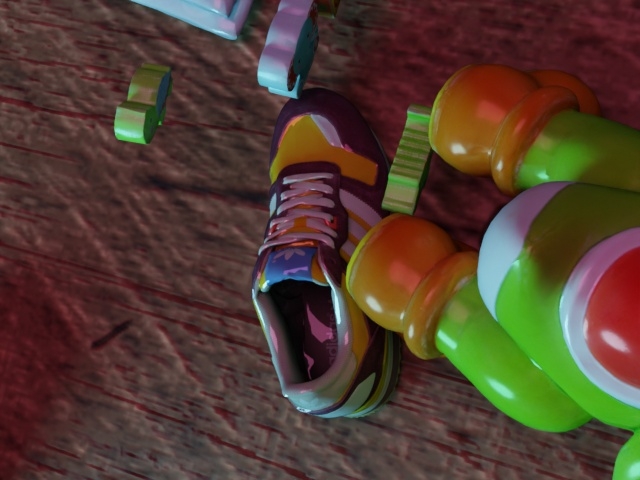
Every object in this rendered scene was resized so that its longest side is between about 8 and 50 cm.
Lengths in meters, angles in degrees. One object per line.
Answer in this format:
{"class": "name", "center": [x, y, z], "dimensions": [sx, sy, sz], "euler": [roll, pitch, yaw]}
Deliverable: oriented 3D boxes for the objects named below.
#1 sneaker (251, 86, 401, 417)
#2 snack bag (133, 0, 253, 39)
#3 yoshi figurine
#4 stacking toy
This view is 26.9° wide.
{"class": "sneaker", "center": [0.000, 0.000, 0.709], "dimensions": [0.069, 0.084, 0.186], "euler": [-15, 74, 21]}
{"class": "snack bag", "center": [-0.130, -0.320, 0.859], "dimensions": [0.342, 0.037, 0.323], "euler": [21, 88, 26]}
{"class": "yoshi figurine", "center": [0.200, 0.056, 0.589], "dimensions": [0.203, 0.204, 0.362], "euler": [-32, 44, -27]}
{"class": "stacking toy", "center": [-0.004, -0.136, 0.712], "dimensions": [0.166, 0.052, 0.221], "euler": [13, 74, 11]}
